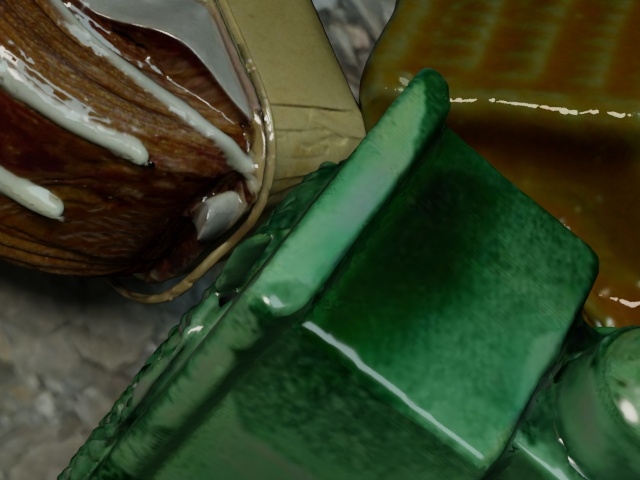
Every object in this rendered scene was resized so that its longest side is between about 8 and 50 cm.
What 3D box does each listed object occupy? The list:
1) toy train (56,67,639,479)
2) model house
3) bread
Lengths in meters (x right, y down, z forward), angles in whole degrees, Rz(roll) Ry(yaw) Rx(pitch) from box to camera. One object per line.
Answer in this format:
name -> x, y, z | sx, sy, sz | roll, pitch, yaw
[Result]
toy train -> 0.026, 0.092, 0.614 | 0.202, 0.266, 0.145 | 39, 48, -2
model house -> 0.117, -0.018, 0.796 | 0.239, 0.173, 0.268 | 41, 46, -15
bread -> -0.100, -0.082, 0.686 | 0.212, 0.142, 0.224 | -1, 59, -42
